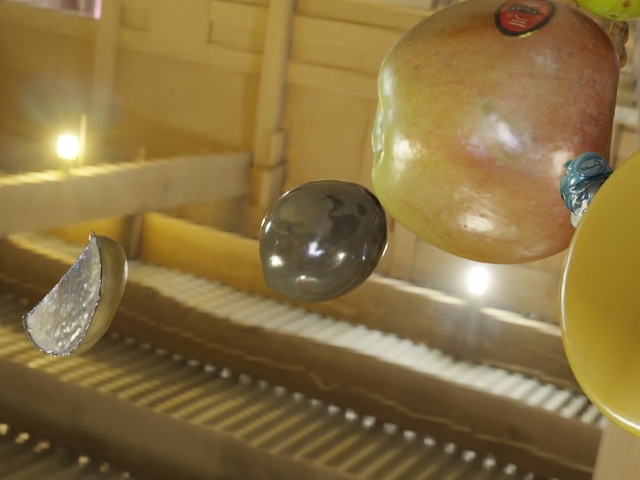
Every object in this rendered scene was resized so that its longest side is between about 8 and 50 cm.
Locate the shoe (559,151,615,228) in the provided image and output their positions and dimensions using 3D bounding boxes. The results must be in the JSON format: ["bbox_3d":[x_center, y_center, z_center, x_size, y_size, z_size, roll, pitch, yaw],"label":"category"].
[{"bbox_3d":[0.254,-0.047,1.152,0.064,0.071,0.143,-22,180,7],"label":"shoe"}]

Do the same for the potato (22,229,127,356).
[{"bbox_3d":[-0.317,0.095,1.756,0.100,0.120,0.261,-3,154,-39],"label":"potato"}]

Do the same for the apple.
[{"bbox_3d":[0.208,-0.146,1.539,0.305,0.339,0.338,9,-165,13],"label":"apple"}]

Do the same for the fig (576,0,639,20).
[{"bbox_3d":[0.310,-0.303,1.244,0.148,0.142,0.186,18,171,-17],"label":"fig"}]

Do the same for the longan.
[{"bbox_3d":[0.000,0.000,1.873,0.212,0.198,0.198,-30,173,32],"label":"longan"}]

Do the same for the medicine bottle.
[{"bbox_3d":[0.335,0.056,0.906,0.232,0.238,0.238,23,-176,-36],"label":"medicine bottle"}]

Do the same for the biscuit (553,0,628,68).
[{"bbox_3d":[0.406,-0.349,2.310,0.325,0.326,0.107,14,156,21],"label":"biscuit"}]
